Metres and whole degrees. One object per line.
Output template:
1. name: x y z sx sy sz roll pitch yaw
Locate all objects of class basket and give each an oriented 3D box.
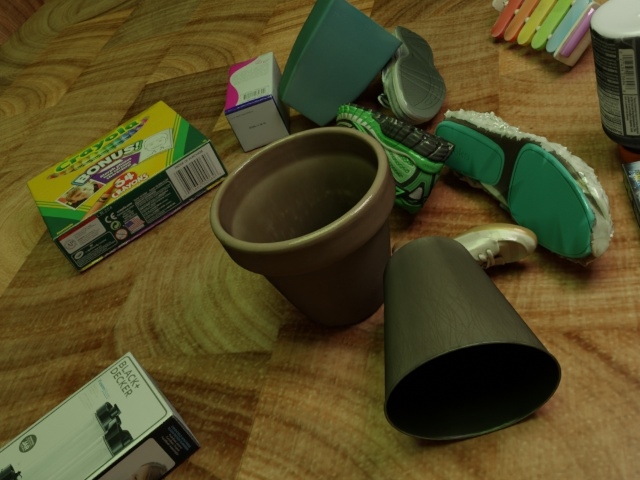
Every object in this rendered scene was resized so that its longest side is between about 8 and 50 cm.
1. basket: 0.159 0.109 0.861 0.204 0.154 0.227 -15 35 3

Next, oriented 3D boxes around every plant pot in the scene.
1. plant pot: 0.020 -0.369 1.412 0.234 0.165 0.165 -54 21 16
2. plant pot: 0.000 0.000 1.000 0.263 0.229 0.263 -14 40 12

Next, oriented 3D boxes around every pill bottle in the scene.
1. pill bottle: 0.474 -0.227 0.998 0.130 0.246 0.130 -16 39 14

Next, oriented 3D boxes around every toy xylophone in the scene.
1. toy xylophone: 0.470 -0.478 1.346 0.236 0.081 0.323 -63 26 20

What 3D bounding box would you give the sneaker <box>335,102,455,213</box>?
1. sneaker: 0.098 -0.149 1.200 0.146 0.134 0.343 -67 22 12

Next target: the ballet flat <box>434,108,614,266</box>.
1. ballet flat: 0.326 -0.109 1.043 0.147 0.147 0.409 -29 39 -6

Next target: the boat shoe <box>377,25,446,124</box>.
1. boat shoe: 0.174 -0.324 1.393 0.103 0.118 0.320 -54 25 37

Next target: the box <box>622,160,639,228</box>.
1. box: 0.498 -0.041 0.941 0.114 0.036 0.207 -11 40 17

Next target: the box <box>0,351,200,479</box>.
1. box: -0.331 0.306 0.936 0.290 0.087 0.169 -37 40 -15

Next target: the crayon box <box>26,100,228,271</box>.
1. crayon box: -0.426 -0.133 1.475 0.363 0.106 0.313 -35 40 -13

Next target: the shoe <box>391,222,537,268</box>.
1. shoe: 0.205 0.026 0.992 0.219 0.076 0.058 -9 49 30

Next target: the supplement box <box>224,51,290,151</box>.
1. supplement box: -0.139 -0.314 1.528 0.111 0.114 0.220 -17 40 11
